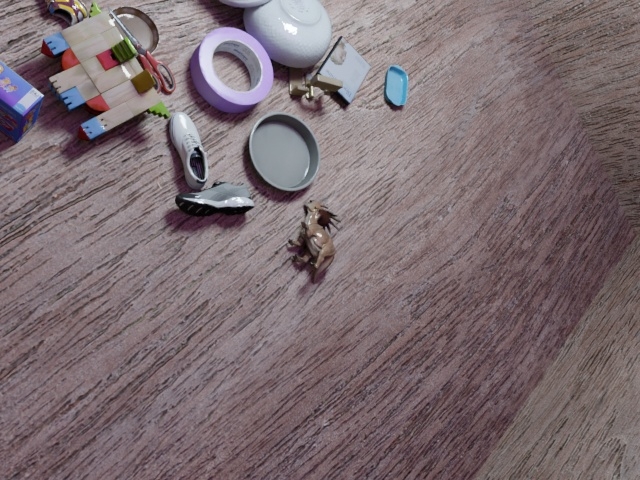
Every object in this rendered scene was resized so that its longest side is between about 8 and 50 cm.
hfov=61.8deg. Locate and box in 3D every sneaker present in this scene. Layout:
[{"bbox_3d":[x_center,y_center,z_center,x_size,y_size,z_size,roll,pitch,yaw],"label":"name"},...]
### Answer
[{"bbox_3d":[-0.782,-0.714,1.568,0.185,0.070,0.083,39,58,-21],"label":"sneaker"},{"bbox_3d":[-0.412,-0.297,1.725,0.094,0.091,0.257,-20,93,-34],"label":"sneaker"},{"bbox_3d":[-0.349,-0.141,1.747,0.272,0.100,0.107,-4,75,-40],"label":"sneaker"}]

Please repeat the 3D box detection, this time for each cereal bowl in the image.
[{"bbox_3d":[-0.101,-0.809,1.950,0.339,0.141,0.338,11,65,-24],"label":"cereal bowl"}]

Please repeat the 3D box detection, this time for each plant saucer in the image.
[{"bbox_3d":[-0.601,-0.660,1.703,0.169,0.029,0.168,6,80,-33],"label":"plant saucer"}]

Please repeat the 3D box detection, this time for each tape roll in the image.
[{"bbox_3d":[-0.305,-0.586,1.850,0.275,0.090,0.274,6,78,-33],"label":"tape roll"}]

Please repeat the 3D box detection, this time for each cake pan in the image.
[{"bbox_3d":[-0.135,-0.317,1.935,0.294,0.054,0.292,7,78,-33],"label":"cake pan"}]

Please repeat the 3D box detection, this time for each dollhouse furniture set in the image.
[{"bbox_3d":[-0.020,-0.619,2.007,0.144,0.151,0.123,3,79,-35],"label":"dollhouse furniture set"}]

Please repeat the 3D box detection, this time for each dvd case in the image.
[{"bbox_3d":[0.096,-0.688,2.159,0.180,0.022,0.252,40,57,-22],"label":"dvd case"}]

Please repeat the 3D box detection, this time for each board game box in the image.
[{"bbox_3d":[-0.888,-0.420,1.347,0.347,0.233,0.078,41,63,-22],"label":"board game box"}]

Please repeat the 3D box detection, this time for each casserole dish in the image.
[{"bbox_3d":[0.323,-0.665,2.310,0.114,0.037,0.188,15,75,-31],"label":"casserole dish"}]

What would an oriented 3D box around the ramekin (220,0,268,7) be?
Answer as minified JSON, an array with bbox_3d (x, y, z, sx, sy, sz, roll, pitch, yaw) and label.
[{"bbox_3d":[-0.263,-0.945,1.838,0.273,0.127,0.272,0,64,0],"label":"ramekin"}]

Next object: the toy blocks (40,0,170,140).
[{"bbox_3d":[-0.661,-0.467,1.558,0.261,0.191,0.381,-36,107,-20],"label":"toy blocks"}]

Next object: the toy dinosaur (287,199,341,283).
[{"bbox_3d":[0.000,0.000,1.933,0.200,0.127,0.295,-22,99,-41],"label":"toy dinosaur"}]

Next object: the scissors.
[{"bbox_3d":[-0.559,-0.601,1.690,0.109,0.021,0.296,-33,113,-27],"label":"scissors"}]
